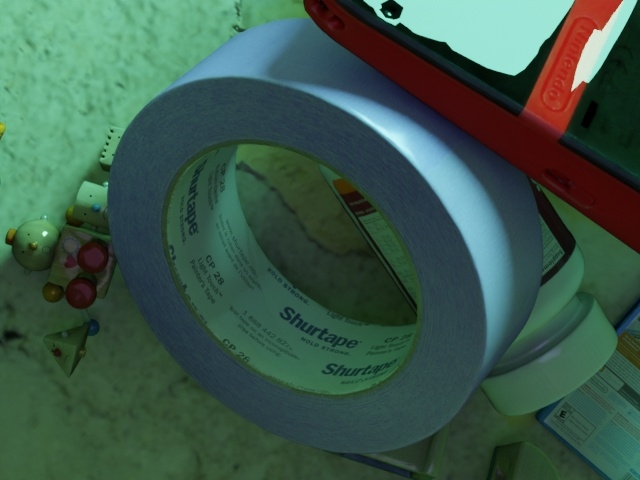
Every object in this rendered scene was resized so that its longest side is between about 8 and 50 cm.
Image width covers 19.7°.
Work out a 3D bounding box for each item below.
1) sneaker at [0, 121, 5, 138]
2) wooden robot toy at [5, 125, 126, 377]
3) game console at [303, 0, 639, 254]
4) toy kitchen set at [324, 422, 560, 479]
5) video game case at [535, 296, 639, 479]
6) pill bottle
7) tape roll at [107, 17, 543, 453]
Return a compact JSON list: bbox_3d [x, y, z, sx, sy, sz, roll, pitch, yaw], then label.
[{"bbox_3d":[-0.261,-0.025,1.228,0.108,0.100,0.272,-3,99,-12],"label":"sneaker"},{"bbox_3d":[-0.177,0.001,1.258,0.079,0.076,0.173,18,96,2],"label":"wooden robot toy"},{"bbox_3d":[0.200,-0.192,1.183,0.342,0.060,0.386,32,59,-7],"label":"game console"},{"bbox_3d":[0.061,0.233,1.315,0.166,0.122,0.207,18,76,-9],"label":"toy kitchen set"},{"bbox_3d":[0.254,0.105,1.350,0.119,0.015,0.166,41,93,-10],"label":"video game case"},{"bbox_3d":[0.104,0.003,1.262,0.121,0.121,0.221,-34,101,0],"label":"pill bottle"},{"bbox_3d":[0.000,0.000,1.184,0.274,0.090,0.275,17,127,24],"label":"tape roll"}]
